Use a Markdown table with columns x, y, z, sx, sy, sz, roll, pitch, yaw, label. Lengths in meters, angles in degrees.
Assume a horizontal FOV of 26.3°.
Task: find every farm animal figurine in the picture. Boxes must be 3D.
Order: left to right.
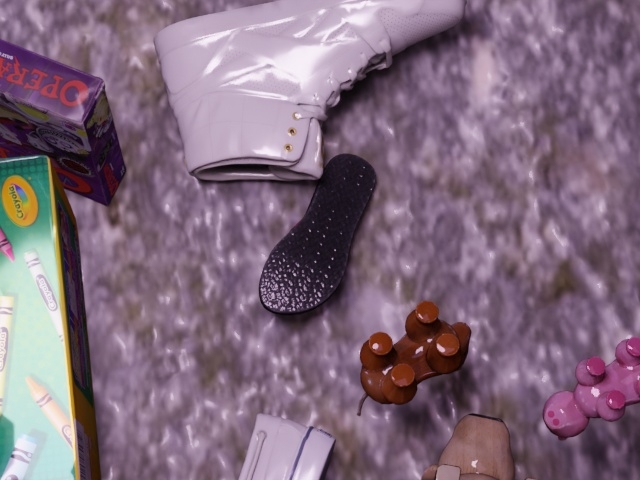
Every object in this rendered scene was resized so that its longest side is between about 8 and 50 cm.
| x | y | z | sx | sy | sz | roll | pitch | yaw | label |
| --- | --- | --- | --- | --- | --- | --- | --- | --- | --- |
| 0.153 | 0.220 | 1.108 | 0.330 | 0.172 | 0.327 | 26 | 68 | 9 | farm animal figurine |

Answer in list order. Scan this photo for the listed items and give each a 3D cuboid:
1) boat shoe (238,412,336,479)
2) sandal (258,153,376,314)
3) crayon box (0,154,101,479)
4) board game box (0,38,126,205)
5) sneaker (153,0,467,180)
| x | y | z | sx | sy | sz | roll | pitch | yaw | label |
| --- | --- | --- | --- | --- | --- | --- | --- | --- | --- |
| -0.069 | 0.268 | 1.141 | 0.084 | 0.095 | 0.258 | 21 | 64 | 7 | boat shoe |
| 0.000 | 0.000 | 1.245 | 0.067 | 0.040 | 0.179 | 29 | 60 | 0 | sandal |
| -0.240 | 0.088 | 1.138 | 0.081 | 0.165 | 0.278 | -7 | 74 | -5 | crayon box |
| -0.341 | -0.143 | 1.178 | 0.346 | 0.208 | 0.056 | 22 | 77 | 4 | board game box |
| 0.006 | -0.138 | 1.252 | 0.292 | 0.108 | 0.169 | -14 | 76 | 4 | sneaker |
